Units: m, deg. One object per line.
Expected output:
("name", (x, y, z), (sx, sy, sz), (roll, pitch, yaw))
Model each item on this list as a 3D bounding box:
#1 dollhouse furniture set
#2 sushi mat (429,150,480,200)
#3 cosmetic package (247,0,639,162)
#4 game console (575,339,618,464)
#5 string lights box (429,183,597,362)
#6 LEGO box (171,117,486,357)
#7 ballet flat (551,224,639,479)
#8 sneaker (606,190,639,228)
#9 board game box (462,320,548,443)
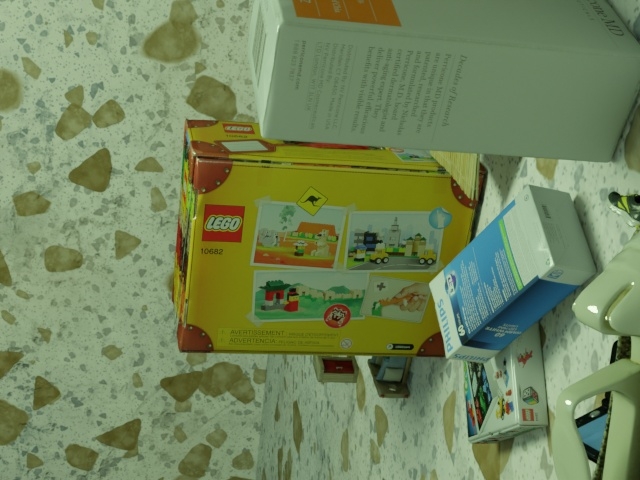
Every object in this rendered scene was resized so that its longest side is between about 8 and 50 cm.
("dollhouse furniture set", (0.091, 0.234, 2.075), (0.129, 0.184, 0.129), (-110, 25, -60))
("sushi mat", (0.209, -0.220, 1.560), (0.151, 0.019, 0.316), (-121, 19, -44))
("cosmetic package", (0.147, -0.235, 1.282), (0.230, 0.453, 0.161), (-103, 20, -50))
("game console", (0.340, 0.189, 1.184), (0.144, 0.124, 0.085), (-161, 48, -78))
("string lights box", (0.260, 0.053, 1.423), (0.259, 0.077, 0.133), (-51, 39, 46))
("LEGO box", (0.000, 0.000, 1.804), (0.193, 0.500, 0.372), (-113, 29, -63))
("ballet flat", (0.327, 0.142, 1.012), (0.164, 0.182, 0.482), (-129, 44, -73))
("sneaker", (0.373, -0.042, 1.214), (0.083, 0.031, 0.035), (-117, 45, -59))
("board game box", (0.273, 0.147, 1.561), (0.193, 0.053, 0.305), (127, 144, -67))
